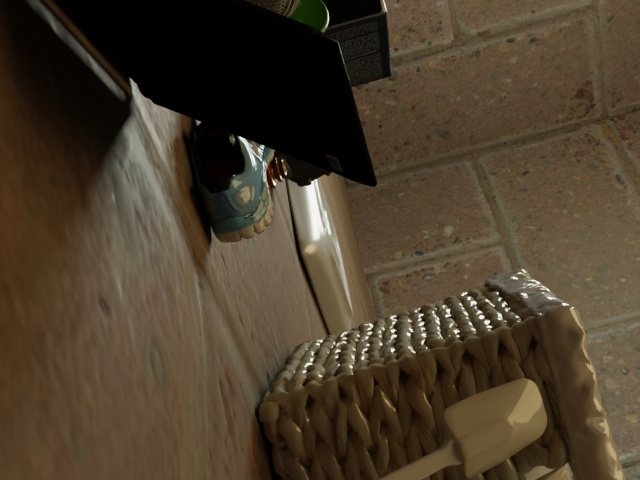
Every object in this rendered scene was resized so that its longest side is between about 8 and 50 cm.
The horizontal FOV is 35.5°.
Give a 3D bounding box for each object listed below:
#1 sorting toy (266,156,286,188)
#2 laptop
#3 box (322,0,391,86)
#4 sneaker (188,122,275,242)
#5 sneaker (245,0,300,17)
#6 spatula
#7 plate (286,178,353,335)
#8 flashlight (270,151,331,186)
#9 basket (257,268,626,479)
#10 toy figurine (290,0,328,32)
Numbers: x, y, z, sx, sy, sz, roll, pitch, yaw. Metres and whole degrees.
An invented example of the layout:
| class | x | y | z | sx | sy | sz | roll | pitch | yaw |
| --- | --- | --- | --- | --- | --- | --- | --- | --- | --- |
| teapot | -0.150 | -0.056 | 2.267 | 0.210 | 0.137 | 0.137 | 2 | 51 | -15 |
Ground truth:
| class | x | y | z | sx | sy | sz | roll | pitch | yaw |
| --- | --- | --- | --- | --- | --- | --- | --- | --- | --- |
| sorting toy | -0.063 | -0.100 | 1.098 | 0.061 | 0.042 | 0.102 | -99 | 173 | -50 |
| laptop | -0.073 | -0.164 | 0.537 | 0.234 | 0.137 | 0.264 | 60 | 16 | -76 |
| box | -0.015 | -0.438 | 1.727 | 0.395 | 0.212 | 0.293 | 45 | 30 | -83 |
| sneaker | -0.071 | -0.078 | 0.793 | 0.073 | 0.064 | 0.162 | 66 | 10 | -47 |
| sneaker | -0.105 | -0.297 | 0.810 | 0.343 | 0.134 | 0.146 | 57 | 24 | -49 |
| spatula | 0.080 | 0.214 | 0.698 | 0.019 | 0.242 | 0.168 | -2 | -72 | 69 |
| plate | 0.000 | 0.000 | 1.580 | 0.277 | 0.045 | 0.278 | 70 | 6 | -48 |
| flashlight | -0.019 | -0.162 | 1.403 | 0.304 | 0.103 | 0.103 | -106 | -146 | -69 |
| basket | 0.121 | 0.223 | 0.917 | 0.331 | 0.267 | 0.328 | -36 | 112 | -85 |
| toy figurine | -0.068 | -0.210 | 1.173 | 0.173 | 0.130 | 0.159 | 49 | -26 | 34 |
